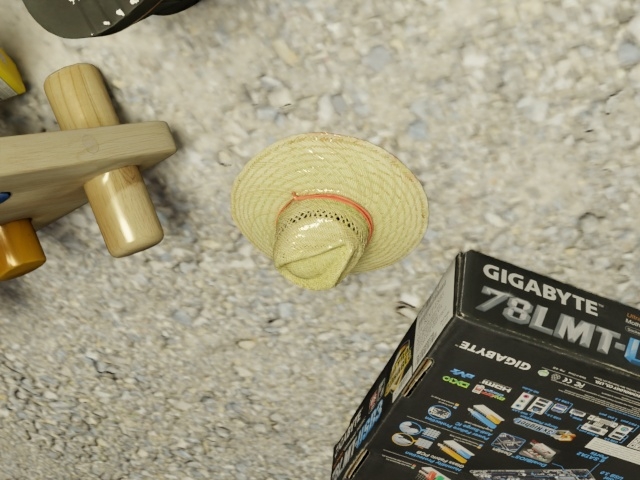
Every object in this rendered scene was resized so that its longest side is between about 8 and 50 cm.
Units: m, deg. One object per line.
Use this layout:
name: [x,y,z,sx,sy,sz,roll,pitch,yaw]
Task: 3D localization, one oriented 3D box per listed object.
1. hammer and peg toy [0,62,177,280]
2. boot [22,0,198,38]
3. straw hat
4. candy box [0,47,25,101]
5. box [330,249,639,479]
hammer and peg toy: [-0.273,0.004,0.520,0.266,0.361,0.127,-23,87,32]
boot: [-0.035,-0.166,0.454,0.198,0.137,0.077,-21,99,16]
straw hat: [0.000,0.000,0.644,0.144,0.061,0.144,8,136,7]
candy box: [-0.235,-0.097,0.511,0.105,0.027,0.206,-19,177,-6]
box: [0.187,0.164,0.761,0.296,0.073,0.293,18,138,-6]
